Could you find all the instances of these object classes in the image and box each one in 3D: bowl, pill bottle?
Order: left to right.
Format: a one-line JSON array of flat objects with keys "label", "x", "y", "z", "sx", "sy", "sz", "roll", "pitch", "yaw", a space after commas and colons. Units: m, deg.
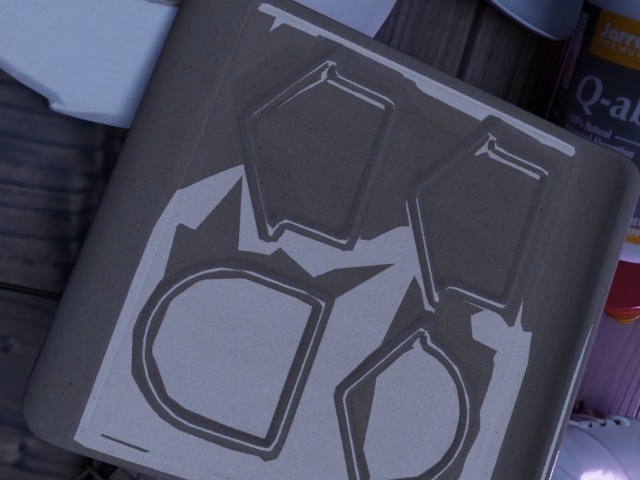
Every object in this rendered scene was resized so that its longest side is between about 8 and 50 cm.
[{"label": "bowl", "x": 0.185, "y": -0.258, "z": 0.688, "sx": 0.142, "sy": 0.053, "sz": 0.142, "roll": 26, "pitch": 91, "yaw": -25}, {"label": "pill bottle", "x": 0.285, "y": -0.134, "z": 0.663, "sx": 0.162, "sy": 0.162, "sz": 0.279, "roll": -3, "pitch": 119, "yaw": -21}]

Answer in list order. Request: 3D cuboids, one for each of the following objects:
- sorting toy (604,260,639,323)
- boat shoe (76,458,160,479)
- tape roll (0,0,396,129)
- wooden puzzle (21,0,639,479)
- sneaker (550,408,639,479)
[{"label": "sorting toy", "x": 0.401, "y": -0.030, "z": 0.821, "sx": 0.365, "sy": 0.127, "sz": 0.126, "roll": -39, "pitch": 140, "yaw": -10}, {"label": "boat shoe", "x": -0.136, "y": 0.211, "z": 0.639, "sx": 0.116, "sy": 0.123, "sz": 0.325, "roll": 9, "pitch": 98, "yaw": -21}, {"label": "tape roll", "x": -0.107, "y": -0.270, "z": 0.559, "sx": 0.391, "sy": 0.072, "sz": 0.393, "roll": -5, "pitch": 104, "yaw": -21}, {"label": "wooden puzzle", "x": 0.017, "y": 0.028, "z": 0.556, "sx": 0.347, "sy": 0.080, "sz": 0.322, "roll": 21, "pitch": 82, "yaw": -8}, {"label": "sneaker", "x": 0.272, "y": 0.227, "z": 0.830, "sx": 0.297, "sy": 0.111, "sz": 0.129, "roll": 34, "pitch": 73, "yaw": -29}]
